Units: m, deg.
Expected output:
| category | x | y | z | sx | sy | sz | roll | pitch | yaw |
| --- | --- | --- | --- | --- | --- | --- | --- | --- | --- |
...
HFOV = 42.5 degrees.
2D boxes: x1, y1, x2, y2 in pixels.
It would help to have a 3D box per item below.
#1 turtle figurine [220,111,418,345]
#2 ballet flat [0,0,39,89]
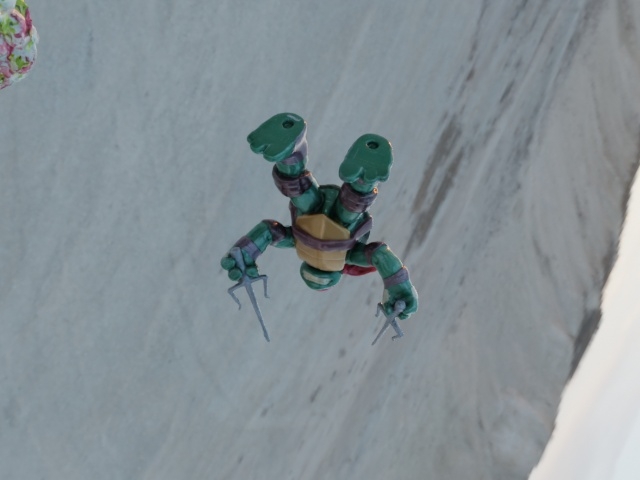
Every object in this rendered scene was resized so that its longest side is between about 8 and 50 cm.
| category | x | y | z | sx | sy | sz | roll | pitch | yaw |
| --- | --- | --- | --- | --- | --- | --- | --- | --- | --- |
| turtle figurine | 0.000 | 0.000 | 0.729 | 0.234 | 0.175 | 0.118 | 91 | 1 | -48 |
| ballet flat | -0.224 | -0.149 | 0.345 | 0.091 | 0.241 | 0.077 | -31 | -152 | 18 |
